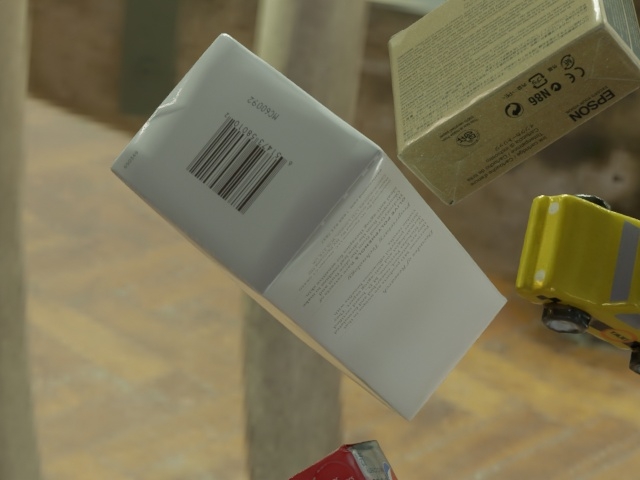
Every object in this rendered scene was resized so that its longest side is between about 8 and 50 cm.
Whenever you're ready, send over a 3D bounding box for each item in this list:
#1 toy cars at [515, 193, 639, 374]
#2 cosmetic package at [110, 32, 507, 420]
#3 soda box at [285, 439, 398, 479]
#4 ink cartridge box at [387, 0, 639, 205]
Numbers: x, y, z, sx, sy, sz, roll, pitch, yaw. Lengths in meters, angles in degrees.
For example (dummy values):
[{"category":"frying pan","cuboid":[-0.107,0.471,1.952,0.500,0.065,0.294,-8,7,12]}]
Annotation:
[{"category":"toy cars","cuboid":[0.282,0.125,1.445,0.176,0.393,0.087,-33,12,-36]},{"category":"cosmetic package","cuboid":[0.000,0.000,1.662,0.197,0.155,0.365,38,-2,28]},{"category":"soda box","cuboid":[-0.055,0.254,1.469,0.092,0.263,0.083,61,14,14]},{"category":"ink cartridge box","cuboid":[0.182,-0.171,1.834,0.088,0.235,0.193,42,29,-30]}]
